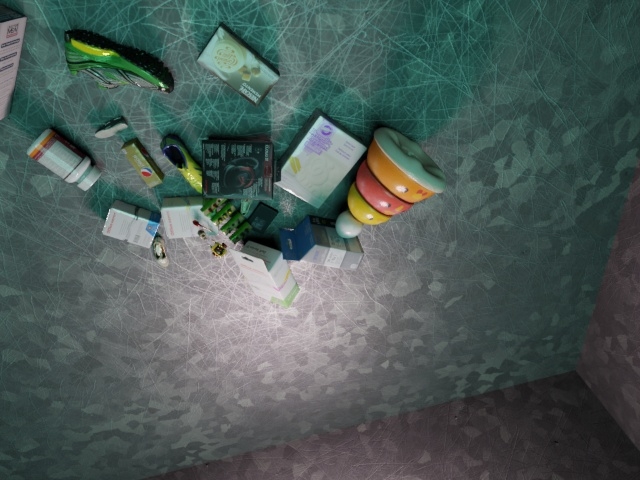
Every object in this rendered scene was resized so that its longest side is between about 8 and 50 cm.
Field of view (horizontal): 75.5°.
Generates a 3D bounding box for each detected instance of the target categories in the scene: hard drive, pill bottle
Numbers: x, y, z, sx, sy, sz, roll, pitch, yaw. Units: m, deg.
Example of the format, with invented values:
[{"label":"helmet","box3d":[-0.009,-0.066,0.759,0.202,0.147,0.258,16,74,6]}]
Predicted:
[{"label":"hard drive","box3d":[-0.261,-0.098,1.831,0.094,0.022,0.135,28,116,-26]},{"label":"pill bottle","box3d":[-0.928,-0.289,1.510,0.121,0.121,0.221,-37,124,15]}]

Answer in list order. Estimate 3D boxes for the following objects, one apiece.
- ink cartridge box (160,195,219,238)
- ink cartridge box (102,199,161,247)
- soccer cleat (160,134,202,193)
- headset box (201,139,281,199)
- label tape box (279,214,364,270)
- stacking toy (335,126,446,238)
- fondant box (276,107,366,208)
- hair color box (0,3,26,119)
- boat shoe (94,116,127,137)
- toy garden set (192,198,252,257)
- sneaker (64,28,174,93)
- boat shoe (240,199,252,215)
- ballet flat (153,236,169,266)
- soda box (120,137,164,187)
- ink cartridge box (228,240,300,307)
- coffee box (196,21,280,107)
[{"label":"ink cartridge box","box3d":[-0.542,-0.100,1.734,0.213,0.093,0.154,-6,125,-9]},{"label":"ink cartridge box","box3d":[-0.780,-0.067,1.718,0.191,0.082,0.139,21,118,-22]},{"label":"soccer cleat","box3d":[-0.512,-0.272,1.599,0.093,0.121,0.289,-28,125,9]},{"label":"headset box","box3d":[-0.297,-0.266,1.584,0.293,0.110,0.218,1,98,-4]},{"label":"label tape box","box3d":[0.000,0.000,1.813,0.334,0.240,0.105,10,122,-17]},{"label":"stacking toy","box3d":[0.234,-0.180,1.686,0.351,0.350,0.480,25,122,-25]},{"label":"fondant box","box3d":[-0.012,-0.323,1.675,0.238,0.096,0.330,28,115,-26]},{"label":"hair color box","box3d":[-1.032,-0.540,1.281,0.105,0.174,0.347,22,118,-22]},{"label":"boat shoe","box3d":[-0.765,-0.412,1.506,0.125,0.038,0.046,-21,168,11]},{"label":"toy garden set","box3d":[-0.413,-0.049,1.716,0.204,0.049,0.244,-44,137,-7]},{"label":"sneaker","box3d":[-0.660,-0.566,1.377,0.344,0.134,0.146,18,127,-12]},{"label":"boat shoe","box3d":[-0.315,-0.170,1.758,0.049,0.043,0.137,12,120,-16]},{"label":"ballet flat","box3d":[-0.715,0.061,1.839,0.057,0.052,0.168,-6,126,-7]},{"label":"soda box","box3d":[-0.679,-0.296,1.588,0.058,0.061,0.181,-23,125,5]},{"label":"ink cartridge box","box3d":[-0.244,0.131,1.843,0.207,0.119,0.353,17,146,30]},{"label":"coffee box","box3d":[-0.279,-0.601,1.426,0.247,0.098,0.141,34,113,-28]}]
